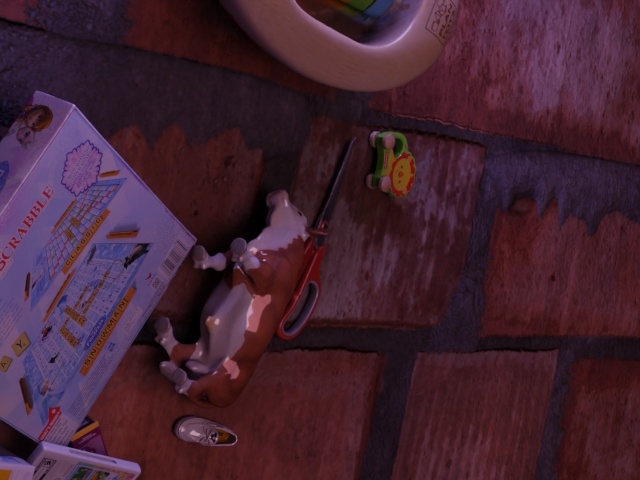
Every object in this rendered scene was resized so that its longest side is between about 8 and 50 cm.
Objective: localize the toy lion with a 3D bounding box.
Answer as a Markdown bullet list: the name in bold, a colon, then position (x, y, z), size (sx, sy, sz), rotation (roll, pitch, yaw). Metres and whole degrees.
- **toy lion**: position (0.110, -0.112, 1.890), size (0.096, 0.034, 0.100), rotation (-9, 107, -50)

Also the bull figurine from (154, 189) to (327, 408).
- **bull figurine**: position (-0.106, 0.075, 1.666), size (0.188, 0.101, 0.310), rotation (22, 88, -58)

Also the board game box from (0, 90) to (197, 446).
- **board game box**: position (-0.308, 0.048, 1.449), size (0.318, 0.066, 0.318), rotation (-59, 149, -16)

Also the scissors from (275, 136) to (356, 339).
- **scissors**: position (0.000, 0.000, 1.823), size (0.109, 0.021, 0.297), rotation (43, 70, -39)

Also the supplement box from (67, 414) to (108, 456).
- **supplement box**: position (-0.296, 0.258, 1.581), size (0.043, 0.055, 0.083), rotation (-30, 120, -33)

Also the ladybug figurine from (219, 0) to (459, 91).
- **ladybug figurine**: position (0.005, -0.353, 1.626), size (0.449, 0.162, 0.305), rotation (26, 83, -44)

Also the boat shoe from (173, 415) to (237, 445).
- **boat shoe**: position (-0.153, 0.262, 1.733), size (0.100, 0.035, 0.035), rotation (23, 85, -45)

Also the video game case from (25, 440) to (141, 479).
- **video game case**: position (-0.317, 0.312, 1.541), size (0.143, 0.019, 0.157), rotation (23, 115, -41)

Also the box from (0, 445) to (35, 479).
- **box**: position (-0.439, 0.279, 1.413), size (0.203, 0.103, 0.114), rotation (15, 91, -45)
